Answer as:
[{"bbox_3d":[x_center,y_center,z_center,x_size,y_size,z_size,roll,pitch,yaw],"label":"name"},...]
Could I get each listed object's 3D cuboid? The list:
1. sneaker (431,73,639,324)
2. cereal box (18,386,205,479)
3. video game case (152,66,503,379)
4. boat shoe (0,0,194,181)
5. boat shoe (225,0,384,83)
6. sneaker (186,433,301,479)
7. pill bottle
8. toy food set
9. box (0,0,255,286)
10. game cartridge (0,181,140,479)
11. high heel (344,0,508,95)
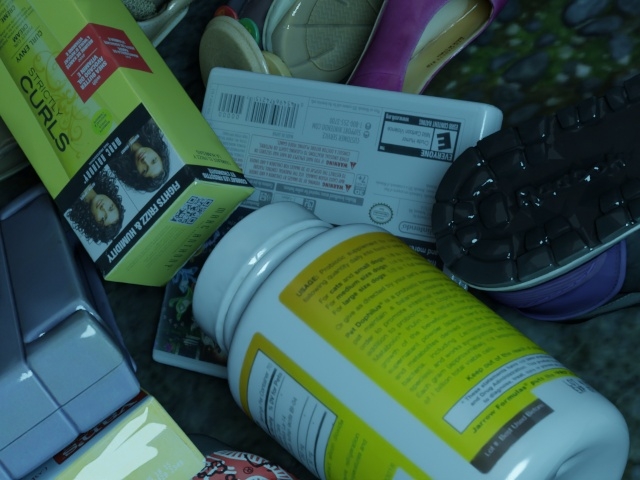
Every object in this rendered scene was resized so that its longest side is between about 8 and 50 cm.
[{"bbox_3d":[0.206,-0.031,0.972,0.283,0.124,0.107,-16,62,25],"label":"sneaker"},{"bbox_3d":[-0.155,0.135,1.000,0.173,0.047,0.240,-40,11,-8],"label":"cereal box"},{"bbox_3d":[0.000,0.000,1.081,0.190,0.022,0.173,11,89,35],"label":"video game case"},{"bbox_3d":[-0.150,-0.162,1.252,0.341,0.121,0.110,-45,6,1],"label":"boat shoe"},{"bbox_3d":[0.039,-0.223,1.263,0.092,0.103,0.285,25,72,36],"label":"boat shoe"},{"bbox_3d":[-0.084,0.218,0.943,0.145,0.090,0.270,18,59,41],"label":"sneaker"},{"bbox_3d":[0.037,0.071,0.960,0.117,0.117,0.215,-44,59,-12],"label":"pill bottle"},{"bbox_3d":[-0.049,-0.103,1.218,0.020,0.083,0.082,-23,72,-27],"label":"toy food set"},{"bbox_3d":[-0.136,-0.087,1.136,0.087,0.058,0.232,-45,62,21],"label":"box"},{"bbox_3d":[-0.215,0.083,1.058,0.230,0.068,0.355,-40,16,-1],"label":"game cartridge"},{"bbox_3d":[0.065,-0.092,1.158,0.244,0.082,0.117,-37,62,-17],"label":"high heel"}]
